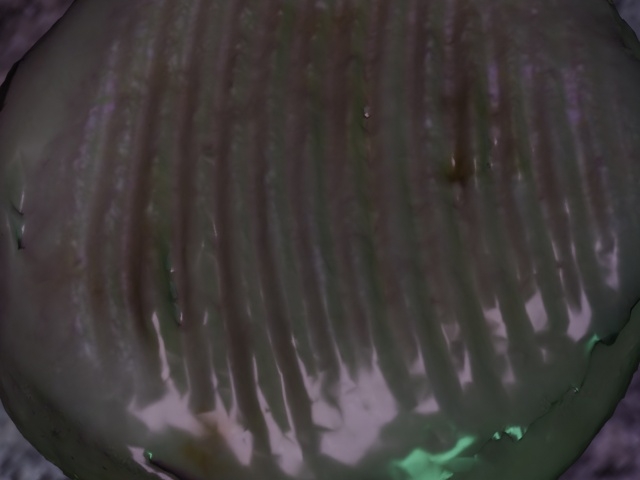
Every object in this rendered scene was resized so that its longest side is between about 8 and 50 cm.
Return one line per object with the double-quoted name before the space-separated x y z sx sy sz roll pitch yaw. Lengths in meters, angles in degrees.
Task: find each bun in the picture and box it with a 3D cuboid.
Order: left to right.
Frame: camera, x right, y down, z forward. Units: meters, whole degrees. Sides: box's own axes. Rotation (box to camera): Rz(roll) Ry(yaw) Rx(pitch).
"bun" 0.000 0.000 0.507 0.239 0.141 0.239 -3 62 6
